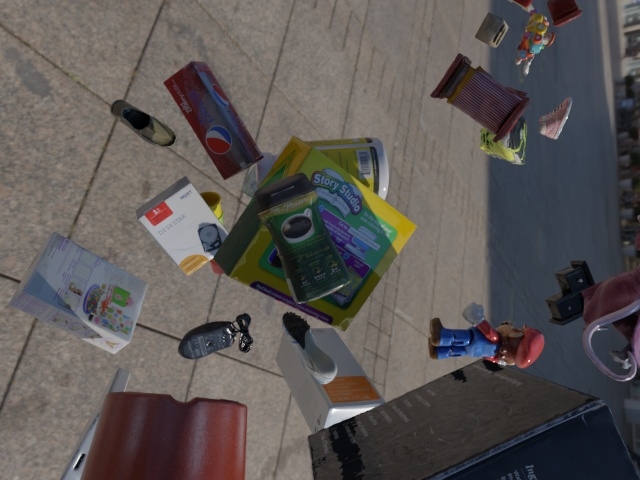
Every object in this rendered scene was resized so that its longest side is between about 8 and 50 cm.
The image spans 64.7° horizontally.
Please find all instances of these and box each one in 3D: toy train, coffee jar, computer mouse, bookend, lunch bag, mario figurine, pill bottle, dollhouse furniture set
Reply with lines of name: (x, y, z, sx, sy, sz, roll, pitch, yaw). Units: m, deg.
toy train: (0.467, -0.426, 1.099, 0.166, 0.046, 0.125, -72, 167, -51)
coffee jar: (-0.029, -0.005, 0.765, 0.079, 0.096, 0.185, -151, -141, -86)
computer mouse: (-0.388, 0.355, 1.854, 0.272, 0.072, 0.189, -12, 125, -20)
bookend: (0.784, 0.164, 1.602, 0.072, 0.156, 0.157, 168, -101, -83)
lunch bag: (-0.184, -0.214, 1.775, 0.090, 0.219, 0.176, 29, 91, -27)
mario figurine: (0.474, 0.275, 1.459, 0.198, 0.320, 0.170, 71, 23, -75)
pill bottle: (-0.002, -0.172, 1.342, 0.188, 0.333, 0.188, 175, -90, -81)
dollhouse furniture set: (0.452, -0.444, 1.179, 0.374, 0.201, 0.152, -59, 166, 26)

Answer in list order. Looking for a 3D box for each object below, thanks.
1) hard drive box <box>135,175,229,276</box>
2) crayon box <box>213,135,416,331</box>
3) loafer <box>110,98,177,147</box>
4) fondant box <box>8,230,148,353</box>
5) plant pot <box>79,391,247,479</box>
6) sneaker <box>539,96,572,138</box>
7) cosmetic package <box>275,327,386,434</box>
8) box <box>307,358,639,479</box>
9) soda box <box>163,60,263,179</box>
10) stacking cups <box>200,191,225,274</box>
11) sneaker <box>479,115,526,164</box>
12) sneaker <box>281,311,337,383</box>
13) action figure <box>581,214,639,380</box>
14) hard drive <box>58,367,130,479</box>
hard drive box: (-0.397, -0.041, 1.491, 0.181, 0.089, 0.232, -37, 121, -6)
crayon box: (0.000, 0.000, 1.137, 0.362, 0.106, 0.313, 32, 93, -37)
loafer: (-0.606, -0.393, 1.758, 0.251, 0.087, 0.094, 27, 95, -40)
fondant box: (-0.705, 0.158, 1.512, 0.330, 0.096, 0.238, 37, 32, -30)
plant pot: (-0.212, 0.351, 0.685, 0.272, 0.272, 0.265, 34, 54, -52)
sneaker: (0.704, -0.374, 1.528, 0.051, 0.070, 0.134, -57, 161, -44)
cosmetic package: (0.022, 0.511, 1.855, 0.229, 0.453, 0.162, 4, 113, -27)
box: (0.251, 0.473, 0.957, 0.480, 0.471, 0.298, 124, -58, -83)
soda box: (-0.248, -0.281, 1.190, 0.263, 0.092, 0.083, 60, 22, -9)
stacking cups: (-0.363, -0.018, 1.757, 0.096, 0.095, 0.316, -59, 155, -42)
sneaker: (0.580, -0.313, 1.616, 0.384, 0.147, 0.145, -8, 102, -69)
sneaker: (-0.044, 0.312, 1.463, 0.085, 0.086, 0.237, -18, 63, -45)
action figure: (0.723, 0.085, 1.102, 0.275, 0.248, 0.370, -12, 140, -43)
hard drive: (-0.567, 0.477, 1.269, 0.047, 0.353, 0.233, 29, 84, -14)
